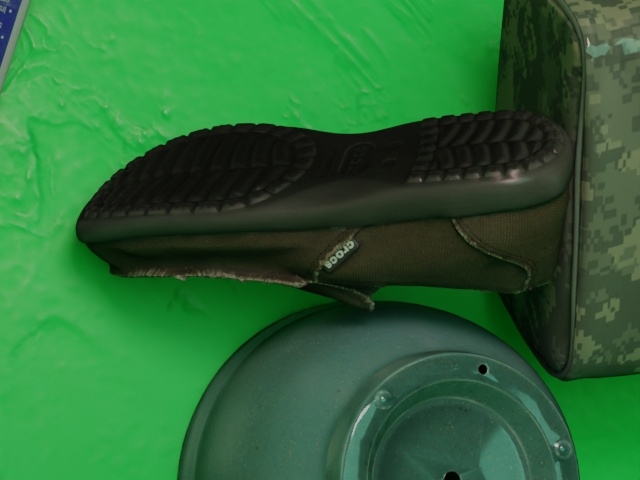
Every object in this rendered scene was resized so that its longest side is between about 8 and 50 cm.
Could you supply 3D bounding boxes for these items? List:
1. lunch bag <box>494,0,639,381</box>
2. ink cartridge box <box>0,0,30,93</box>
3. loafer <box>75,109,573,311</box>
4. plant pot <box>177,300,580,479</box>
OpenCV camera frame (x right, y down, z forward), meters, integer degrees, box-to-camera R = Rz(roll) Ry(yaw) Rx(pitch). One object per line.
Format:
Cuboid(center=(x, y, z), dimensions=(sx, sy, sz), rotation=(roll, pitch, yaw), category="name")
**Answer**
Cuboid(center=(0.271, -0.065, 1.430), dimensions=(0.256, 0.212, 0.305), rotation=(-5, 112, -12), category="lunch bag")
Cuboid(center=(-0.327, -0.193, 1.300), dimensions=(0.303, 0.072, 0.307), rotation=(8, 110, -44), category="ink cartridge box")
Cuboid(center=(0.000, 0.000, 1.363), dimensions=(0.134, 0.366, 0.130), rotation=(-57, 139, -52), category="loafer")
Cuboid(center=(0.064, 0.174, 1.389), dimensions=(0.293, 0.196, 0.293), rotation=(3, 79, -18), category="plant pot")
